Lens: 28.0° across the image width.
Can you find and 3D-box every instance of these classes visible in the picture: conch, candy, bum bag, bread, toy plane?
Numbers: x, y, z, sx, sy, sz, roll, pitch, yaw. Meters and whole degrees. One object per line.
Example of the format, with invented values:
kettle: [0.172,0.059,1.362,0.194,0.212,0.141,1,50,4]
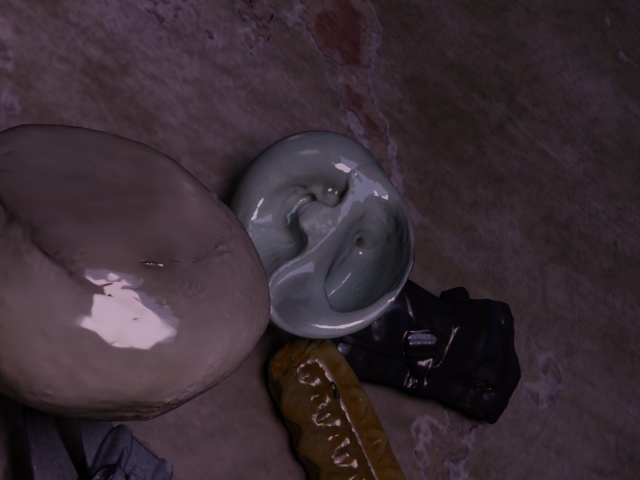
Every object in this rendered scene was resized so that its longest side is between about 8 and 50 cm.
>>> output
conch: [0.002,0.001,1.225,0.121,0.184,0.221,50,40,-56]
candy: [-0.172,0.034,0.983,0.295,0.185,0.295,19,27,-10]
bum bag: [0.106,0.101,1.354,0.310,0.074,0.137,21,73,-38]
bread: [0.049,0.260,1.216,0.084,0.077,0.368,-21,85,-53]
toy plane: [-0.166,0.244,0.935,0.212,0.088,0.267,45,29,-21]
